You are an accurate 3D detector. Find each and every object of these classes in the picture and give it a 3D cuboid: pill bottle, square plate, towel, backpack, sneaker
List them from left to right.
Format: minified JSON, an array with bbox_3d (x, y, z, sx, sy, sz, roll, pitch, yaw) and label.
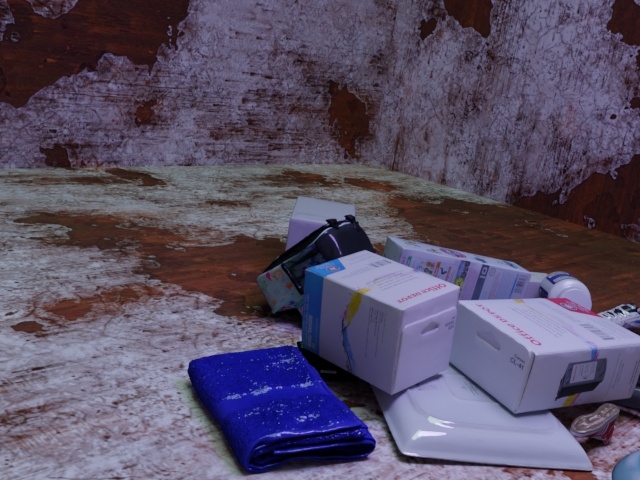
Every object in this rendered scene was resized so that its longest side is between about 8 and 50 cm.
[{"bbox_3d":[-0.073,0.262,1.267,0.227,0.076,0.308,2,16,-28],"label":"towel"},{"bbox_3d":[-0.009,0.078,1.734,0.253,0.191,0.225,-28,-4,27],"label":"backpack"},{"bbox_3d":[0.269,0.291,1.393,0.344,0.049,0.347,8,17,-12],"label":"square plate"},{"bbox_3d":[0.649,0.151,2.021,0.112,0.112,0.187,10,9,4],"label":"pill bottle"},{"bbox_3d":[0.485,0.340,1.360,0.118,0.067,0.042,-15,32,-32],"label":"sneaker"},{"bbox_3d":[0.774,0.203,1.994,0.237,0.086,0.085,0,19,-27],"label":"sneaker"}]

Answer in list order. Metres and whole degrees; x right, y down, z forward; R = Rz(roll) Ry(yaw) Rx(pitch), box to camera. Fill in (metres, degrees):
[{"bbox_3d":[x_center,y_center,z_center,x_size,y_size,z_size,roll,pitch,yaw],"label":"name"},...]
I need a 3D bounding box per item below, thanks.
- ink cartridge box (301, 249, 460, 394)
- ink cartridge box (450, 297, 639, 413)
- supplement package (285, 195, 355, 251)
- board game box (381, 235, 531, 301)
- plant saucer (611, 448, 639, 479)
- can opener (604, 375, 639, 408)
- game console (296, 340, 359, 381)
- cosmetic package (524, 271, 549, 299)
[{"bbox_3d":[0.107,0.143,1.403,0.171,0.168,0.232,-15,26,-43],"label":"ink cartridge box"},{"bbox_3d":[0.426,0.208,1.457,0.306,0.131,0.226,0,20,-29],"label":"ink cartridge box"},{"bbox_3d":[0.000,0.000,2.098,0.175,0.178,0.293,9,15,0],"label":"supplement package"},{"bbox_3d":[0.262,0.131,1.616,0.303,0.224,0.097,11,14,-19],"label":"board game box"},{"bbox_3d":[0.632,0.409,1.214,0.317,0.044,0.317,9,14,-2],"label":"plant saucer"},{"bbox_3d":[0.631,0.320,1.522,0.283,0.095,0.076,6,31,29],"label":"can opener"},{"bbox_3d":[0.013,0.235,1.494,0.122,0.071,0.107,4,56,-3],"label":"game console"},{"bbox_3d":[0.562,0.127,2.193,0.239,0.060,0.099,5,17,-15],"label":"cosmetic package"}]
